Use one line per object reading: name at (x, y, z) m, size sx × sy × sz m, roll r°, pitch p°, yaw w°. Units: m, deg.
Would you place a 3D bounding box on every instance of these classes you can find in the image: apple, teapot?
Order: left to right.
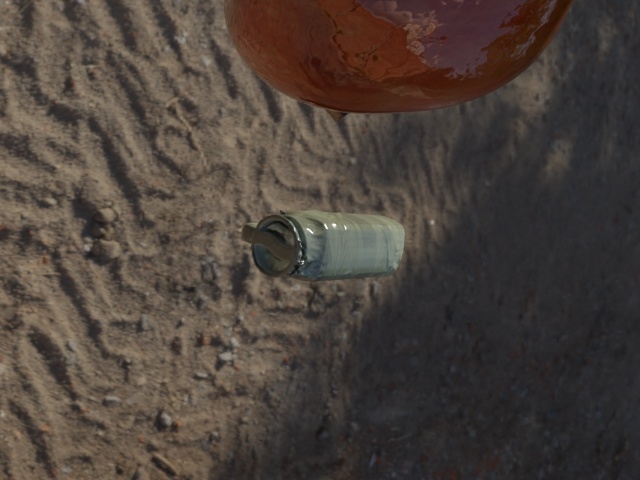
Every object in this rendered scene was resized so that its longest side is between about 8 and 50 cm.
teapot at (0.000, 0.000, 0.839) m, size 0.200 × 0.107 × 0.077 m, roll 0°, pitch 107°, yaw -52°
apple at (0.061, -0.199, 0.454) m, size 0.241 × 0.242 × 0.242 m, roll 0°, pitch 93°, yaw -7°

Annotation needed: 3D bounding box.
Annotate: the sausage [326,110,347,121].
sausage at (-0.010, -0.187, 0.854) m, size 0.116 × 0.026 × 0.026 m, roll 47°, pitch 55°, yaw -7°
